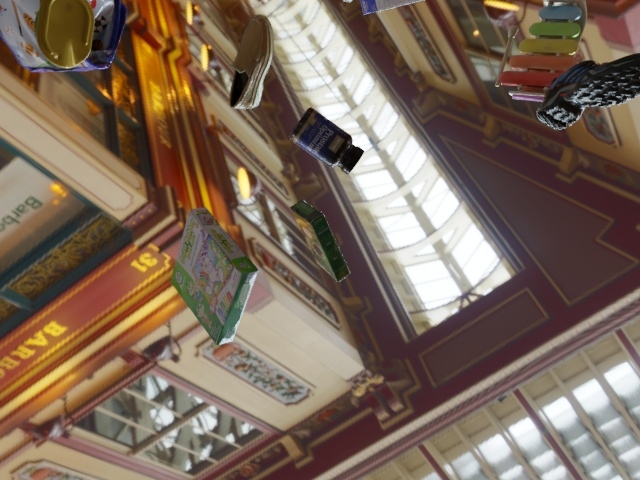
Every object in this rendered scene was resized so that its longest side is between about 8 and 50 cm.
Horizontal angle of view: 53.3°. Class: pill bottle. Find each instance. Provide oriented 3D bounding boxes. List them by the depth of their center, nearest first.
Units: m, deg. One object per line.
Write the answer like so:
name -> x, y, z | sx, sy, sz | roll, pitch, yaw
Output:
pill bottle -> 0.022, -0.304, 1.983 | 0.122, 0.219, 0.123 | -55, -173, 10

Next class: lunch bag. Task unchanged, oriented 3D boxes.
lunch bag -> -0.679, -0.627, 1.624 | 0.328, 0.385, 0.239 | 9, -158, 34

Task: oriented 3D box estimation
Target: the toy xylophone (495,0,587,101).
toy xylophone -> 0.598, -0.514, 1.750 | 0.236, 0.081, 0.322 | 6, -104, 35

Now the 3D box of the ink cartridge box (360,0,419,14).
ink cartridge box -> 0.275, -0.889, 2.149 | 0.311, 0.185, 0.065 | -12, -132, 11

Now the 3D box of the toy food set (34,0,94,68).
toy food set -> -0.589, -0.501, 1.452 | 0.071, 0.128, 0.217 | 9, -91, 41

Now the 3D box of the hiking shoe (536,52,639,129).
hiking shoe -> 0.612, -0.365, 1.437 | 0.304, 0.113, 0.132 | -20, -131, 61

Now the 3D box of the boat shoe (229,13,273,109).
boat shoe -> -0.142, -0.345, 1.252 | 0.068, 0.189, 0.072 | 30, -146, 30

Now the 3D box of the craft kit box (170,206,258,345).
craft kit box -> -0.271, 0.088, 1.586 | 0.246, 0.061, 0.249 | 48, -49, 33

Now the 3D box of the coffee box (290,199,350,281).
coffee box -> 0.000, 0.000, 1.494 | 0.040, 0.184, 0.113 | -34, -147, -13
